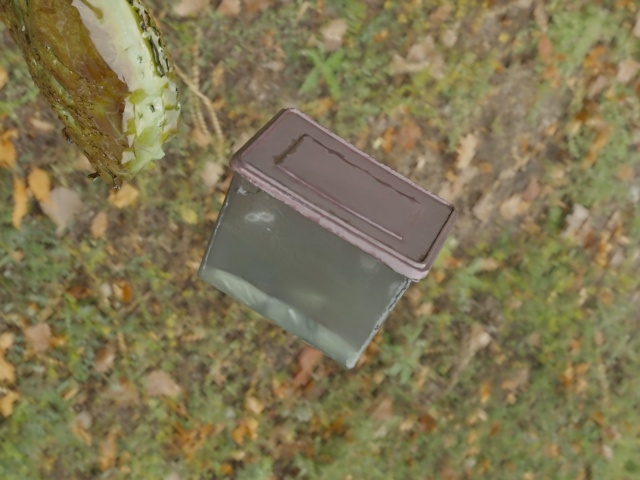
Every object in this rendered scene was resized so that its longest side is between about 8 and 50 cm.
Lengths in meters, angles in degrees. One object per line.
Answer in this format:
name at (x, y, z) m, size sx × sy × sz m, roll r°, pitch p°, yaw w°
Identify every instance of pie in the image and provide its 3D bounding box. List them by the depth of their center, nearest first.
pie at (-0.243, -0.211, 1.148) m, size 0.103 × 0.288 × 0.355 m, roll -32°, pitch 147°, yaw -18°

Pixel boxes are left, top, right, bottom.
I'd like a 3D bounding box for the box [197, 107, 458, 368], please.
box at (0.000, 0.000, 0.472) m, size 0.063 × 0.084 × 0.060 m, roll -61°, pitch 176°, yaw 34°
